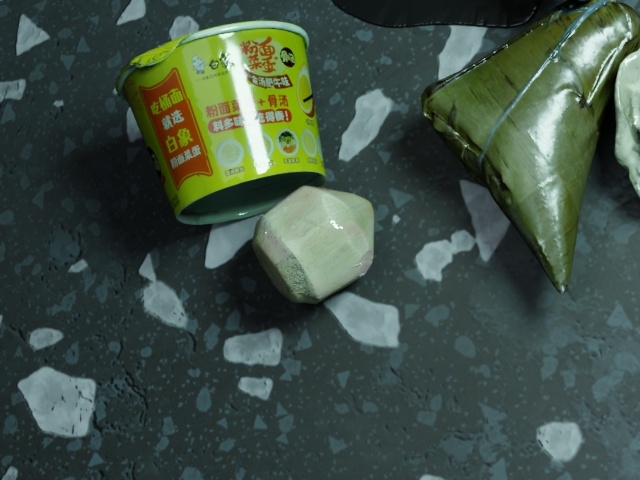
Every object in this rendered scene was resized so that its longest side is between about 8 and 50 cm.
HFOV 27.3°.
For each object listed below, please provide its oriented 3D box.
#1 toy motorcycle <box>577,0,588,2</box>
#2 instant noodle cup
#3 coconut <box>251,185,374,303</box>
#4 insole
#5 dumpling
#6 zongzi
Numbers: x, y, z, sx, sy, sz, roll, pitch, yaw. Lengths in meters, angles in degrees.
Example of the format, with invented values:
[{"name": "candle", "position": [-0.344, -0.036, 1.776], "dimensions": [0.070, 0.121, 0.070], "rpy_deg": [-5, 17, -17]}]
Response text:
[{"name": "toy motorcycle", "position": [0.377, -0.457, 1.736], "dimensions": [0.401, 0.134, 0.207], "rpy_deg": [-45, 41, 45]}, {"name": "instant noodle cup", "position": [-0.133, -0.164, 1.952], "dimensions": [0.311, 0.311, 0.221], "rpy_deg": [-20, 78, 17]}, {"name": "coconut", "position": [0.000, 0.000, 1.918], "dimensions": [0.183, 0.171, 0.171], "rpy_deg": [-33, 64, -13]}, {"name": "insole", "position": [0.170, -0.380, 2.031], "dimensions": [0.348, 0.009, 0.119], "rpy_deg": [9, 81, 25]}, {"name": "dumpling", "position": [0.467, -0.154, 1.753], "dimensions": [0.162, 0.132, 0.250], "rpy_deg": [0, 109, -1]}, {"name": "zongzi", "position": [0.353, -0.144, 1.797], "dimensions": [0.323, 0.160, 0.360], "rpy_deg": [-35, 61, 10]}]
